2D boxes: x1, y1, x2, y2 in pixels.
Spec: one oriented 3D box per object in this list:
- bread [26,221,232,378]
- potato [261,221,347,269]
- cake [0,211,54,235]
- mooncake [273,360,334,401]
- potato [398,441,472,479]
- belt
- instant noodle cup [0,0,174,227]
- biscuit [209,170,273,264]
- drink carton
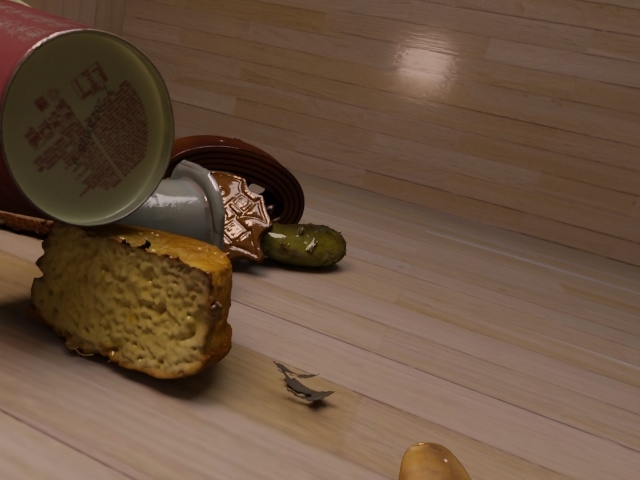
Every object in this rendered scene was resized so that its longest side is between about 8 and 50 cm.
[{"bbox_3d":[-0.186,0.052,0.473,0.229,0.143,0.139,18,14,16],"label":"bread"},{"bbox_3d":[-0.040,0.007,0.883,0.226,0.090,0.117,4,17,-37],"label":"potato"},{"bbox_3d":[-0.505,-0.080,0.742,0.247,0.112,0.135,12,12,4],"label":"cake"},{"bbox_3d":[-0.031,0.182,0.309,0.150,0.057,0.347,31,16,13],"label":"mooncake"},{"bbox_3d":[0.094,0.203,0.337,0.068,0.062,0.083,37,36,-25],"label":"potato"},{"bbox_3d":[-0.207,-0.111,0.933,0.339,0.217,0.122,10,21,-29],"label":"belt"},{"bbox_3d":[-0.276,-0.119,0.419,0.179,0.234,0.235,18,15,21],"label":"instant noodle cup"},{"bbox_3d":[-0.180,-0.033,0.785,0.215,0.182,0.034,40,-18,18],"label":"biscuit"},{"bbox_3d":[-0.268,-0.022,0.622,0.190,0.190,0.186,-6,25,-37],"label":"drink carton"}]
